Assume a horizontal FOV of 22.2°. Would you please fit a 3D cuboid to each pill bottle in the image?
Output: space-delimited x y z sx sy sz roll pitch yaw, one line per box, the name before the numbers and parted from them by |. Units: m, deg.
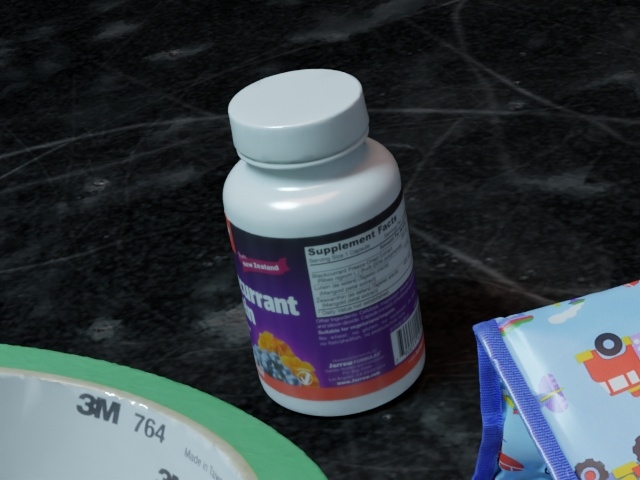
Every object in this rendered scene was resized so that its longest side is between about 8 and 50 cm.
pill bottle | 0.000 0.000 0.990 0.108 0.193 0.108 -8 28 4

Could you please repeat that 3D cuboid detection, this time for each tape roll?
tape roll | -0.152 0.138 0.785 0.321 0.077 0.321 11 15 -3

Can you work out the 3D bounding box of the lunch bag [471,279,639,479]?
lunch bag | 0.228 0.147 0.758 0.221 0.138 0.293 -16 41 -12
